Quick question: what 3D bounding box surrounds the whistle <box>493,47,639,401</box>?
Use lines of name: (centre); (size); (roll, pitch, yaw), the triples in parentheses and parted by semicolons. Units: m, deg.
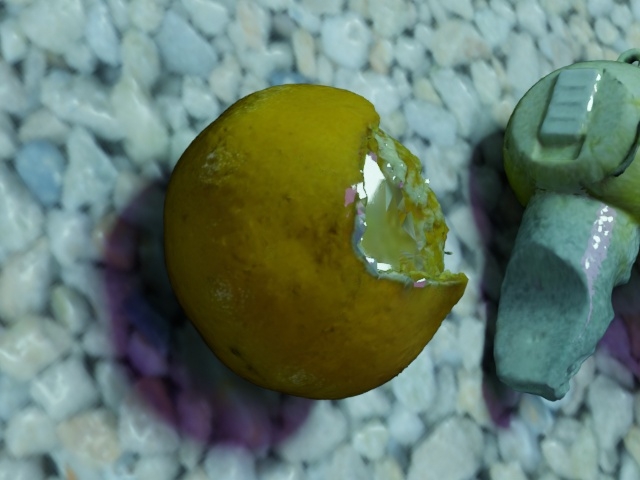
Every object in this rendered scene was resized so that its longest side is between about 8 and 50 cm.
whistle: (0.156, -0.010, 1.074); (0.123, 0.123, 0.223); (30, 69, -30)

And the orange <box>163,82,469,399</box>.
orange: (0.000, 0.000, 0.908); (0.156, 0.134, 0.157); (5, 81, -35)
